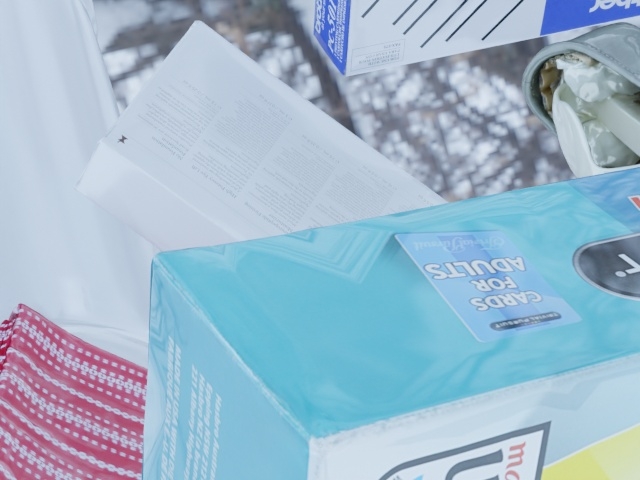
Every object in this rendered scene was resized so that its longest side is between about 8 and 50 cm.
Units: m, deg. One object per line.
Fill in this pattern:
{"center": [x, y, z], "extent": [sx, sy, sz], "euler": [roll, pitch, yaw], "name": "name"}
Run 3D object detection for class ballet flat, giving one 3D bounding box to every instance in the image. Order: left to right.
{"center": [0.151, -0.019, 0.653], "extent": [0.213, 0.068, 0.072], "euler": [-127, -150, -46], "name": "ballet flat"}

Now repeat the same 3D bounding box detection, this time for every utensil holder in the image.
{"center": [-0.277, -0.006, 1.156], "extent": [0.328, 0.327, 0.385], "euler": [102, -29, -52], "name": "utensil holder"}

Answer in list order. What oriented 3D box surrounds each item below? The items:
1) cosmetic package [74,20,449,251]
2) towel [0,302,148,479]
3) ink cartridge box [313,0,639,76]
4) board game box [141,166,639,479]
{"center": [0.000, 0.000, 0.834], "extent": [0.239, 0.099, 0.060], "euler": [36, -35, -4], "name": "cosmetic package"}
{"center": [-0.082, 0.124, 0.779], "extent": [0.031, 0.198, 0.275], "euler": [-61, -168, 16], "name": "towel"}
{"center": [0.100, -0.154, 0.833], "extent": [0.046, 0.207, 0.097], "euler": [-122, -154, -43], "name": "ink cartridge box"}
{"center": [0.113, 0.101, 0.460], "extent": [0.079, 0.336, 0.254], "euler": [44, -44, 47], "name": "board game box"}
